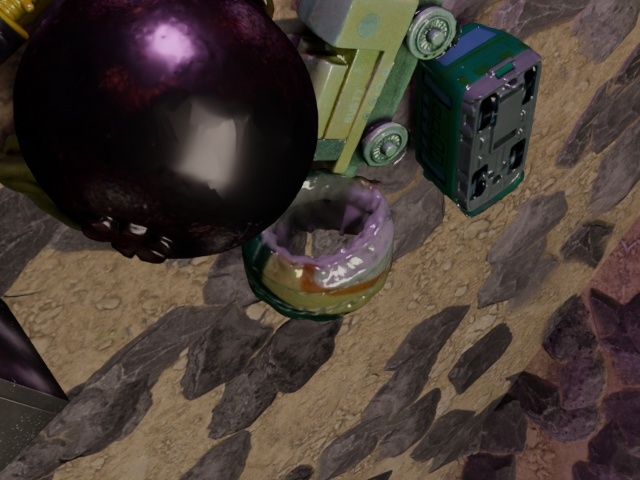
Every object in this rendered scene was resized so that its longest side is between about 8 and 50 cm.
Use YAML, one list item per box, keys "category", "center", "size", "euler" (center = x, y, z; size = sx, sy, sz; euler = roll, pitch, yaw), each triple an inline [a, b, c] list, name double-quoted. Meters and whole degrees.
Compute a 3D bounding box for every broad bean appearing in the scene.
- category: "broad bean"
  center: [-0.363, -0.082, 1.415]
  size: [0.206, 0.153, 0.072]
  euler: [43, 48, -55]

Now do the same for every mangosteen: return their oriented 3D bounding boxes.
- category: "mangosteen"
  center: [-0.175, -0.190, 1.243]
  size: [0.382, 0.382, 0.435]
  euler: [50, 50, -59]

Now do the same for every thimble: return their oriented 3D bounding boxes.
- category: "thimble"
  center: [0.000, 0.000, 1.791]
  size: [0.288, 0.254, 0.167]
  euler: [-30, 151, -22]

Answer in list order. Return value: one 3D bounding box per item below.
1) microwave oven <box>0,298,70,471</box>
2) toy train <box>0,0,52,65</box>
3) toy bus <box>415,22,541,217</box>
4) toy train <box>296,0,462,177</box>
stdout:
- category: "microwave oven"
  center: [-0.621, 0.204, 1.337]
  size: [0.374, 0.236, 0.432]
  euler: [-45, 148, 1]
- category: "toy train"
  center: [-0.367, -0.288, 1.156]
  size: [0.219, 0.127, 0.089]
  euler: [-43, 149, 0]
- category: "toy bus"
  center: [0.282, -0.232, 1.892]
  size: [0.183, 0.199, 0.343]
  euler: [-34, 147, -22]
- category: "toy train"
  center: [0.055, -0.275, 1.637]
  size: [0.253, 0.160, 0.397]
  euler: [-5, 131, -37]
